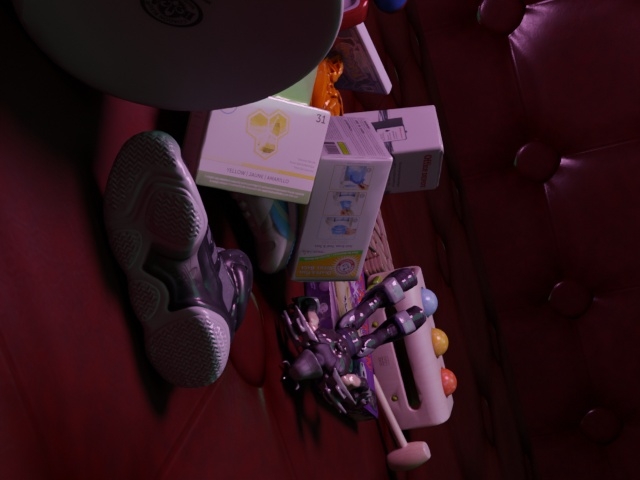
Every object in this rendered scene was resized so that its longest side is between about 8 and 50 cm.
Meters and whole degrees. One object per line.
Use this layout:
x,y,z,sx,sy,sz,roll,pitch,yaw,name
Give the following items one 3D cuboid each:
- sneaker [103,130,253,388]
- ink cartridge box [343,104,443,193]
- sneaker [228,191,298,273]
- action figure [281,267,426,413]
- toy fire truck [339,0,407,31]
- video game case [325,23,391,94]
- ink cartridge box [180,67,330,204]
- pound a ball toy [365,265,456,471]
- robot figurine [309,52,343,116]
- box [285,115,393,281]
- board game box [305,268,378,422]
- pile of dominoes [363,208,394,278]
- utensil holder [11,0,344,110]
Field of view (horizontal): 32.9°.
-0.143,0.008,1.137,0.153,0.101,0.268,-55,137,-70,sneaker
0.090,-0.142,1.784,0.153,0.209,0.086,89,-4,-66,ink cartridge box
-0.080,-0.061,1.432,0.087,0.092,0.228,-128,-145,-59,sneaker
0.043,0.145,1.573,0.285,0.099,0.185,-27,95,-44,action figure
0.007,-0.407,1.584,0.169,0.302,0.253,85,-17,-64,toy fire truck
0.003,-0.308,1.733,0.023,0.184,0.201,-67,151,-21,video game case
-0.067,-0.172,1.299,0.171,0.056,0.235,9,98,-38,ink cartridge box
0.166,0.227,1.958,0.208,0.136,0.319,-49,125,-71,pound a ball toy
-0.016,-0.189,1.605,0.211,0.085,0.291,54,29,-53,robot figurine
0.012,-0.055,1.472,0.114,0.103,0.203,-114,-149,-50,box
0.028,0.101,1.754,0.208,0.056,0.346,55,27,-62,board game box
0.086,-0.036,2.114,0.196,0.040,0.251,56,19,-52,pile of dominoes
-0.128,-0.368,1.077,0.327,0.328,0.385,56,29,-52,utensil holder
